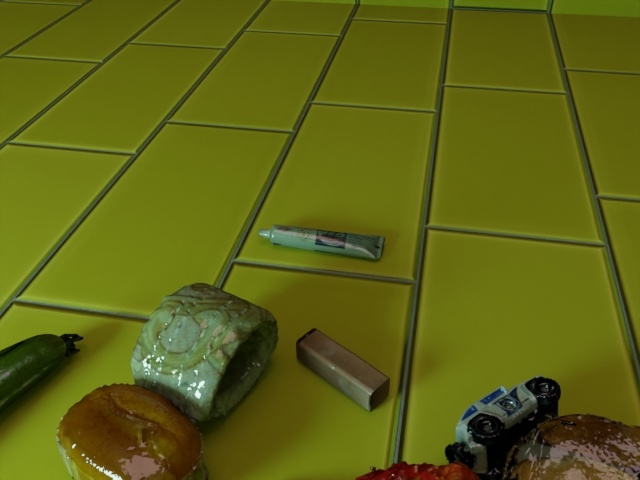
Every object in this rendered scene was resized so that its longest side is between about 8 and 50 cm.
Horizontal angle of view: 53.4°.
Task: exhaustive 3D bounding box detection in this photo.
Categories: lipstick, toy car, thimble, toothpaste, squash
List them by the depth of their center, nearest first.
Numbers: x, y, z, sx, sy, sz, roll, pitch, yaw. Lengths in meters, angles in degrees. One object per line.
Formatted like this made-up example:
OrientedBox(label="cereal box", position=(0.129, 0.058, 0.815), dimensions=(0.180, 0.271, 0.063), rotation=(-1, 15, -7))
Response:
OrientedBox(label="toy car", position=(0.233, 0.237, 0.812), dimensions=(0.171, 0.080, 0.070), rotation=(-24, 31, -23))
OrientedBox(label="squash", position=(-0.458, 0.216, 0.864), dimensions=(0.080, 0.071, 0.318), rotation=(17, 41, 20))
OrientedBox(label="thimble", position=(-0.163, 0.156, 0.887), dimensions=(0.144, 0.137, 0.190), rotation=(21, 55, 23))
OrientedBox(label="lipstick", position=(0.030, 0.183, 0.916), dimensions=(0.145, 0.045, 0.045), rotation=(29, 44, 34))
OrientedBox(label="toothpaste", position=(0.000, 0.000, 1.167), dimensions=(0.234, 0.038, 0.060), rotation=(7, 42, 6))

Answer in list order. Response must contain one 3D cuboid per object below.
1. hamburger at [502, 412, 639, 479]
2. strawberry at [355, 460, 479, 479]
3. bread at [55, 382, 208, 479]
OrientedBox(label="hamburger", position=(0.313, 0.299, 0.703), dimensions=(0.231, 0.106, 0.230), rotation=(-2, 49, 2))
OrientedBox(label="strawberry", position=(0.096, 0.307, 0.639), dimensions=(0.184, 0.201, 0.187), rotation=(33, 27, 13))
OrientedBox(label="bread", position=(-0.231, 0.256, 0.781), dimensions=(0.191, 0.114, 0.132), rotation=(26, 42, 23))
